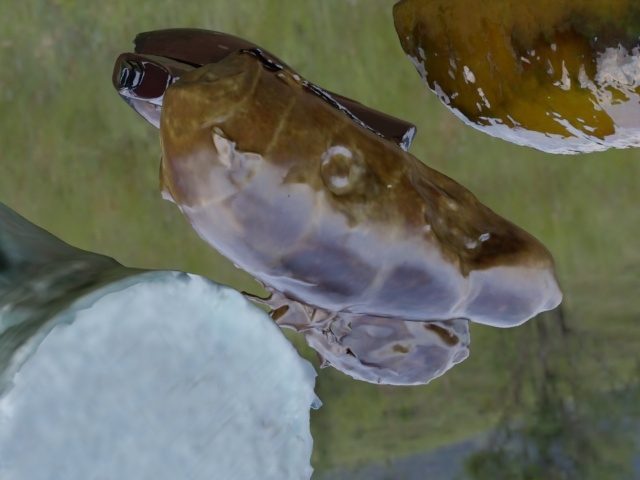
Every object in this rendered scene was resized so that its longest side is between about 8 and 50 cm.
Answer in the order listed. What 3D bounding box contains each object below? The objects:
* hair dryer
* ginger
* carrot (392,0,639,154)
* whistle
[{"bbox_3d":[-0.088,-0.134,1.495,0.312,0.123,0.340,18,-173,14],"label":"hair dryer"},{"bbox_3d":[0.000,0.000,1.403,0.418,0.176,0.254,31,132,-30],"label":"ginger"},{"bbox_3d":[0.266,-0.195,1.365,0.241,0.241,0.341,-11,-169,-41],"label":"carrot"},{"bbox_3d":[-0.080,0.130,0.715,0.168,0.188,0.405,5,157,42],"label":"whistle"}]
